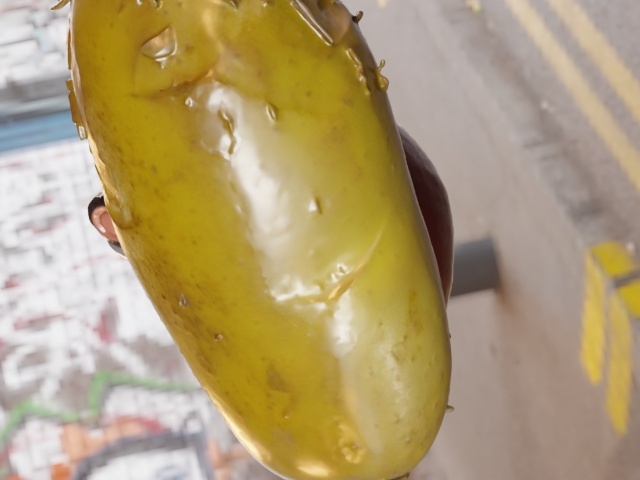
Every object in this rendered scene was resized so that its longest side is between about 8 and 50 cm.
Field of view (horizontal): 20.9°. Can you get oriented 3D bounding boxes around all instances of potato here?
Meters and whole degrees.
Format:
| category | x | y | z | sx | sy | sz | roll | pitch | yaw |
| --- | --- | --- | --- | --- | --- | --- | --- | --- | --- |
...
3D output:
| category | x | y | z | sx | sy | sz | roll | pitch | yaw |
| --- | --- | --- | --- | --- | --- | --- | --- | --- | --- |
| potato | -0.029 | -0.020 | 0.842 | 0.173 | 0.140 | 0.300 | 19 | 134 | 63 |

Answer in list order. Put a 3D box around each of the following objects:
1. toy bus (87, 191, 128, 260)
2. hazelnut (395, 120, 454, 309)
| category | x | y | z | sx | sy | sz | roll | pitch | yaw |
| --- | --- | --- | --- | --- | --- | --- | --- | --- | --- |
| toy bus | -0.121 | -0.083 | 2.019 | 0.194 | 0.232 | 0.287 | -60 | -7 | -48 |
| hazelnut | 0.000 | 0.000 | 1.268 | 0.217 | 0.217 | 0.251 | 89 | 160 | -60 |
